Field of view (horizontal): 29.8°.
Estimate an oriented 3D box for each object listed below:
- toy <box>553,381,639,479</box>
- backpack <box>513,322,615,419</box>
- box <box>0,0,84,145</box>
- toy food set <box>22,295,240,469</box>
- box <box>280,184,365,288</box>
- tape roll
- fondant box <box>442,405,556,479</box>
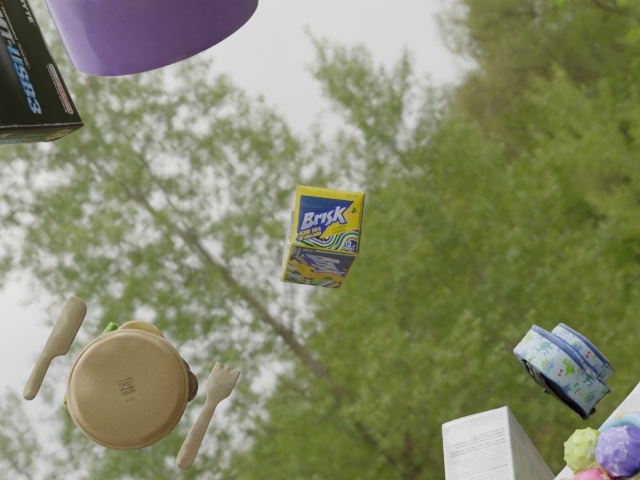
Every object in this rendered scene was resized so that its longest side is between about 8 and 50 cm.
[{"bbox_3d":[0.244,0.217,1.077,0.237,0.056,0.137,-60,20,27],"label":"toy"},{"bbox_3d":[0.307,0.155,1.526,0.084,0.114,0.105,-52,32,-2],"label":"backpack"},{"bbox_3d":[-0.491,-0.280,1.729,0.073,0.295,0.293,-23,-2,20],"label":"box"},{"bbox_3d":[-0.191,0.147,1.215,0.038,0.192,0.132,98,-163,-73],"label":"toy food set"},{"bbox_3d":[0.000,0.000,1.042,0.169,0.059,0.054,110,167,-78],"label":"box"},{"bbox_3d":[-0.158,-0.232,1.115,0.189,0.189,0.080,-36,-54,-24],"label":"tape roll"},{"bbox_3d":[0.242,0.406,1.460,0.096,0.330,0.238,-19,-48,21],"label":"fondant box"}]
